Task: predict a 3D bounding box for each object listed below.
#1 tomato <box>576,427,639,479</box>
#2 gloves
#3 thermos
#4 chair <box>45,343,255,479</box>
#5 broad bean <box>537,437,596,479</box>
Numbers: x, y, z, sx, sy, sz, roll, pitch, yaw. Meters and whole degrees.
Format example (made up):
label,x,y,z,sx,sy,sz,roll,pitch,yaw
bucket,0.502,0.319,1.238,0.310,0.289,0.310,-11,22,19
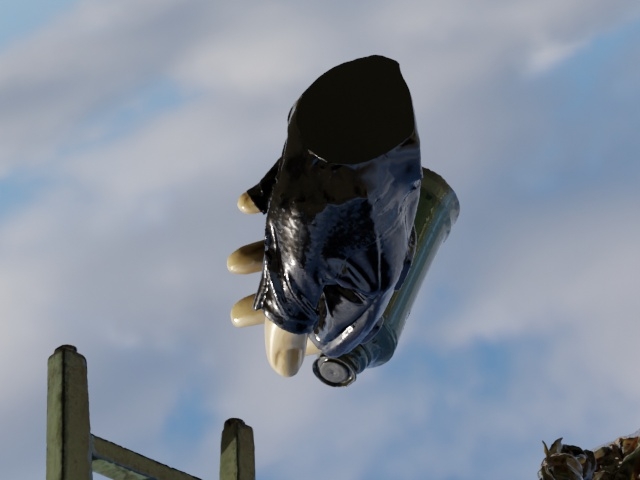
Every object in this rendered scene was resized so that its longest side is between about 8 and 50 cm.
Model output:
label,x,y,z,sx,sy,sz,roll,pitch,yaw
tomato,0.185,0.181,1.163,0.236,0.095,0.237,-37,-166,10
gloves,0.000,0.000,1.271,0.124,0.203,0.164,13,-134,5
thermos,0.040,0.027,1.459,0.073,0.083,0.188,-3,-138,30
chair,-0.124,0.212,1.025,0.136,0.147,0.270,-33,-136,33
broad bean,0.157,0.228,0.828,0.049,0.292,0.144,-25,-170,22
